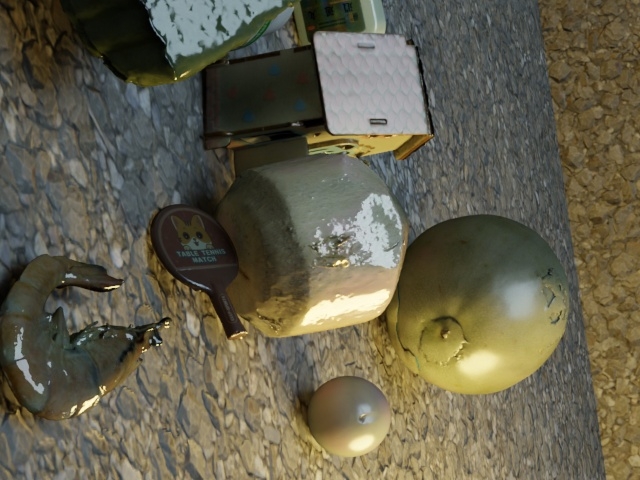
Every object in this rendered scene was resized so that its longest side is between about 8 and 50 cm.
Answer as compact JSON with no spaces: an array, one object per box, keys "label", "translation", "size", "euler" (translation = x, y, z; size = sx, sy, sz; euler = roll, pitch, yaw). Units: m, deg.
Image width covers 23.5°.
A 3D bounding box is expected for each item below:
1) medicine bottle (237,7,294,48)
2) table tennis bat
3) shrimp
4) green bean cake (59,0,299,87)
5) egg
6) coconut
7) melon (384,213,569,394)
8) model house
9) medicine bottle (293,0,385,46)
[{"label":"medicine bottle","translation":[-0.119,-0.282,1.758],"size":[0.237,0.139,0.139],"euler":[-32,110,-69]},{"label":"table tennis bat","translation":[-0.152,0.059,1.688],"size":[0.107,0.119,0.170],"euler":[-6,61,-44]},{"label":"shrimp","translation":[-0.227,0.077,1.421],"size":[0.145,0.059,0.254],"euler":[65,28,-9]},{"label":"green bean cake","translation":[-0.145,-0.277,1.466],"size":[0.227,0.125,0.222],"euler":[-41,115,-43]},{"label":"egg","translation":[0.037,0.224,1.957],"size":[0.135,0.103,0.103],"euler":[17,64,-69]},{"label":"coconut","translation":[0.000,0.000,1.776],"size":[0.224,0.234,0.224],"euler":[169,-90,-71]},{"label":"melon","translation":[0.236,0.096,2.309],"size":[0.330,0.268,0.268],"euler":[-22,101,-61]},{"label":"model house","translation":[0.024,-0.153,1.919],"size":[0.326,0.244,0.169],"euler":[16,63,-68]},{"label":"medicine bottle","translation":[0.025,-0.324,2.165],"size":[0.083,0.121,0.228],"euler":[-32,111,-69]}]
